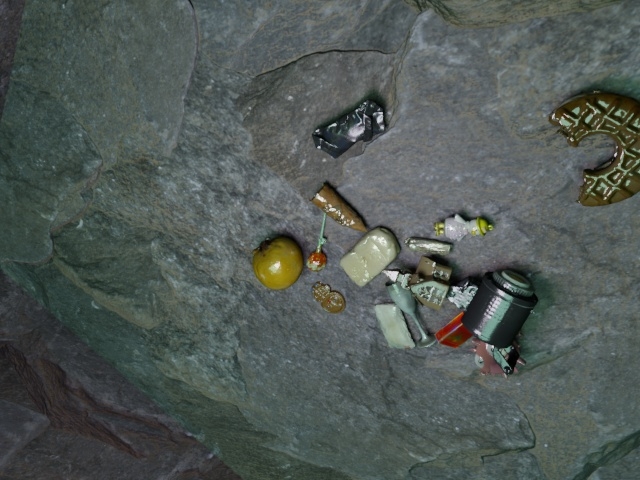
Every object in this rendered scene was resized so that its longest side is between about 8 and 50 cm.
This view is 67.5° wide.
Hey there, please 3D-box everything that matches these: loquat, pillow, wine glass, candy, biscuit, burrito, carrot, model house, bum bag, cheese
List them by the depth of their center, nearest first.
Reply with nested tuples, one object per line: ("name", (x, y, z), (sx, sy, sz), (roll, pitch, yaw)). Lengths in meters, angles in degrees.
("biscuit", (0.878, -0.290, 1.459), (0.268, 0.115, 0.366), (-18, 107, 30))
("bum bag", (0.105, -0.402, 1.770), (0.310, 0.074, 0.137), (-22, 117, 37))
("model house", (0.359, 0.137, 1.844), (0.248, 0.181, 0.176), (18, 104, 2))
("burrito", (0.414, 0.024, 1.860), (0.188, 0.045, 0.058), (9, 92, 22))
("wine glass", (0.354, 0.320, 1.901), (0.096, 0.264, 0.310), (-25, 102, 22))
("carrot", (0.084, -0.117, 1.912), (0.263, 0.102, 0.102), (38, 124, -1))
("cheese", (0.201, 0.062, 1.946), (0.159, 0.093, 0.263), (44, 122, -5))
("candy", (0.001, 0.000, 2.029), (0.078, 0.084, 0.288), (15, 110, 13))
("loquat", (-0.186, 0.092, 2.054), (0.243, 0.244, 0.244), (10, 118, 19))
("pillow", (0.317, 0.371, 2.069), (0.128, 0.051, 0.229), (-13, 107, 36))
("biscuit", (0.033, 0.261, 2.156), (0.175, 0.026, 0.124), (40, 123, 1))

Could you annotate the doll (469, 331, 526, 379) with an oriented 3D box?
("doll", (0.708, 0.439, 1.902), (0.211, 0.093, 0.262), (39, 120, 14))

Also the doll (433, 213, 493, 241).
("doll", (0.523, -0.047, 1.756), (0.207, 0.081, 0.129), (-1, 133, 22))

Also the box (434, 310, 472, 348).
("box", (0.561, 0.361, 1.929), (0.112, 0.048, 0.175), (21, 128, -29))

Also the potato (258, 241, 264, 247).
("potato", (-0.258, 0.044, 2.167), (0.051, 0.040, 0.083), (34, 125, 39))

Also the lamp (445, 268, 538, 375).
("lamp", (0.661, 0.249, 1.744), (0.374, 0.205, 0.272), (49, 119, 14))
